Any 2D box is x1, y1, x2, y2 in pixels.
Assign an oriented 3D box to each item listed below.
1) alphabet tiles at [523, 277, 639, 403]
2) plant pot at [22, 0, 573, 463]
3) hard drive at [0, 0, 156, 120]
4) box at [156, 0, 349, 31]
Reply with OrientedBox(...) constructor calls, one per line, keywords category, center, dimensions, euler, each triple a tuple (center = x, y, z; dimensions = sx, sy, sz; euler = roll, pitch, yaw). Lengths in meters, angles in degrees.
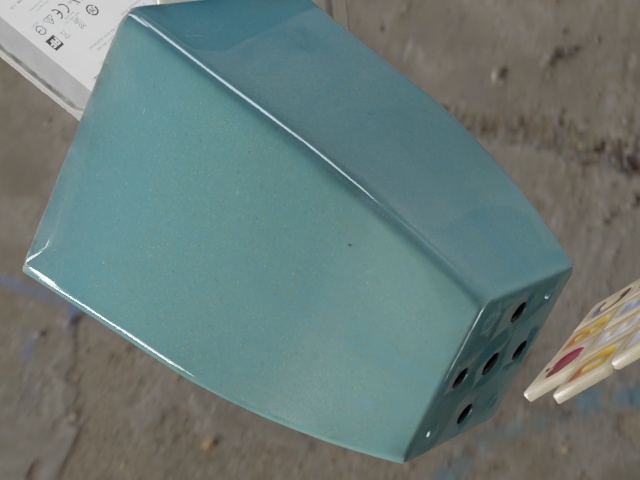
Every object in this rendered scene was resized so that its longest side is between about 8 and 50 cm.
OrientedBox(category="alphabet tiles", center=(0.307, 0.009, 1.469), dimensions=(0.342, 0.285, 0.011), euler=(-36, 93, 36))
OrientedBox(category="plant pot", center=(0.000, 0.000, 1.037), dimensions=(0.234, 0.165, 0.165), euler=(36, 116, 23))
OrientedBox(category="hard drive", center=(-0.152, -0.180, 1.728), dimensions=(0.339, 0.064, 0.237), euler=(40, 135, -20))
OrientedBox(category="box", center=(-0.042, -0.175, 1.172), dimensions=(0.113, 0.094, 0.275), euler=(-1, 110, 5))
